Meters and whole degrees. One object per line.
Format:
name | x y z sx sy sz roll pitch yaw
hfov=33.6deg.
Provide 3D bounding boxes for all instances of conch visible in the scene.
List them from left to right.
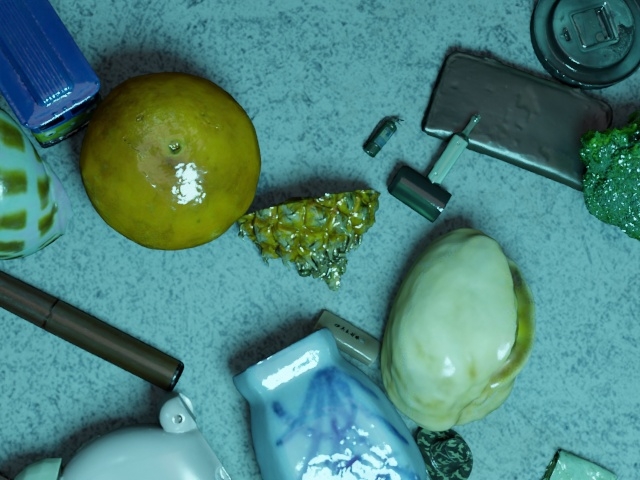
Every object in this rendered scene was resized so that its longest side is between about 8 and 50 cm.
conch | -0.573 -0.104 1.643 0.368 0.197 0.249 18 101 3

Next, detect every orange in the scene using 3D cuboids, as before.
orange | -0.232 -0.125 1.661 0.284 0.226 0.284 0 89 -8

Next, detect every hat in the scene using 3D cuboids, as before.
hat | 0.210 0.346 1.710 0.121 0.050 0.121 17 60 -33

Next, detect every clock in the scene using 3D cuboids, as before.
clock | -0.273 0.434 1.604 0.325 0.184 0.342 -33 87 -6
clock | 0.472 -0.368 1.853 0.215 0.042 0.215 1 83 -6

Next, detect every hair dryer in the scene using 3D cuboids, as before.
hair dryer | 0.205 -0.136 1.777 0.100 0.057 0.198 36 88 0

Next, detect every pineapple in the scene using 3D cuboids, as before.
pineapple | -0.006 0.000 1.712 0.249 0.140 0.164 -3 84 -9

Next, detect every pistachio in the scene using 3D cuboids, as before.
pistachio | 0.216 0.145 1.672 0.238 0.229 0.321 10 71 31

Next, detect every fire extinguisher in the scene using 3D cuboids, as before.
fire extinguisher | 0.105 -0.181 1.800 0.038 0.025 0.083 36 80 23

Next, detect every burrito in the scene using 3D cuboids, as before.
burrito | 0.427 0.395 1.743 0.118 0.044 0.074 22 78 0

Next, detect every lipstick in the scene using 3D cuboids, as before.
lipstick | -0.385 0.141 1.693 0.356 0.057 0.057 28 81 -2

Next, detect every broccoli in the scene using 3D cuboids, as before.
broccoli | 0.564 -0.121 1.757 0.254 0.269 0.269 3 81 20

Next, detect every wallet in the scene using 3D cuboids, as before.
wallet | 0.339 -0.208 1.818 0.309 0.042 0.165 19 83 -2

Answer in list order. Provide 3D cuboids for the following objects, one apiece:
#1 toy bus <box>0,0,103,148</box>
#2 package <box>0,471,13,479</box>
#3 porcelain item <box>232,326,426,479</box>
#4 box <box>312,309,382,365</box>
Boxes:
toy bus | -0.470 -0.306 1.685 0.138 0.175 0.288 -33 87 -10
package | -0.550 0.471 1.643 0.154 0.030 0.239 33 76 1
porcelain item | 0.032 0.348 1.643 0.242 0.178 0.405 -28 87 -9
box | 0.044 0.160 1.737 0.115 0.025 0.048 31 41 1
